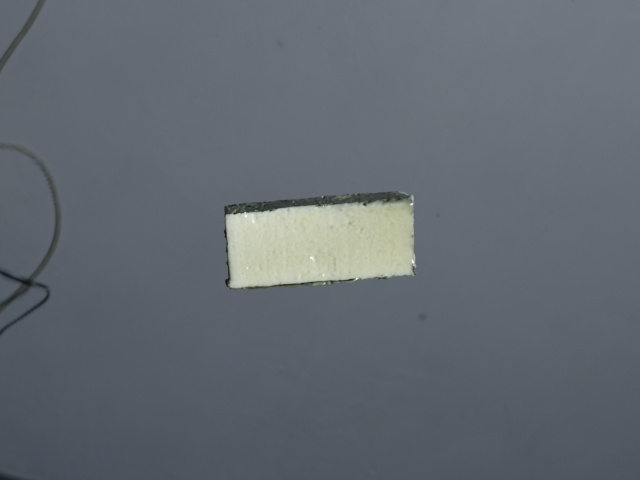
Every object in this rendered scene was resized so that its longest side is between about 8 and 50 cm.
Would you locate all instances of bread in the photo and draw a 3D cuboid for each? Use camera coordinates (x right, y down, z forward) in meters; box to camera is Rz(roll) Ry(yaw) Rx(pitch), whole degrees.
[{"bbox_3d":[0.000,0.000,0.789,0.154,0.028,0.068,-6,114,-7],"label":"bread"}]
